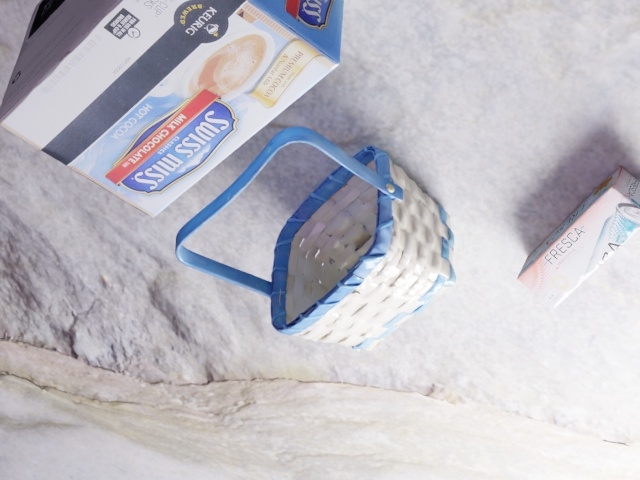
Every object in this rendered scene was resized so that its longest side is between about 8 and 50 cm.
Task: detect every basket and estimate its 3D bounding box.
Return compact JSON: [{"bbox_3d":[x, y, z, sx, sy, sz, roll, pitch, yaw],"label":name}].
[{"bbox_3d":[0.000,0.000,1.594,0.289,0.201,0.254,26,132,-32],"label":"basket"}]

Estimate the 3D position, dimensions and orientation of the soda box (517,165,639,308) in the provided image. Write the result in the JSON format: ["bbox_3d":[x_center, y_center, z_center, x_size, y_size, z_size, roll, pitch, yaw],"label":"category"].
[{"bbox_3d":[0.317,-0.002,1.561,0.063,0.058,0.183,39,127,-1],"label":"soda box"}]

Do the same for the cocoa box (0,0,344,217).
[{"bbox_3d":[-0.164,-0.236,1.492,0.228,0.231,0.347,33,131,-27],"label":"cocoa box"}]
